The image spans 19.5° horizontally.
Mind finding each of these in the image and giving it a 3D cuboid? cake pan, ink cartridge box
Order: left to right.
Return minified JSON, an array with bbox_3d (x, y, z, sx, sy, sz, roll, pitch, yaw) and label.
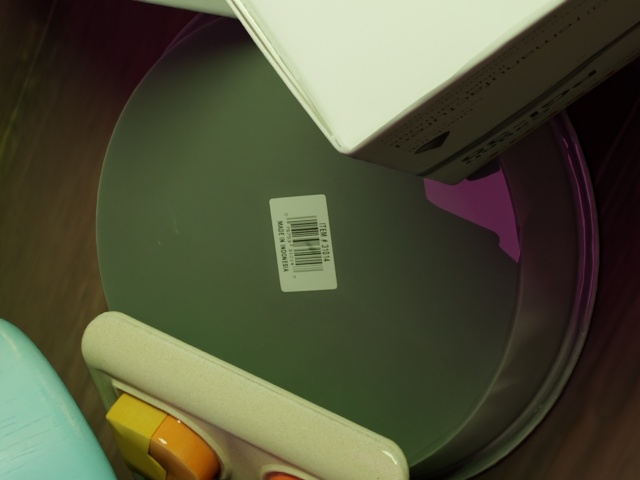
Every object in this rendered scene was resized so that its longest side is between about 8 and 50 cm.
[{"bbox_3d":[0.000,0.000,0.978,0.293,0.054,0.293,5,100,28],"label":"cake pan"},{"bbox_3d":[0.085,-0.129,0.752,0.207,0.283,0.117,-36,83,10],"label":"ink cartridge box"}]

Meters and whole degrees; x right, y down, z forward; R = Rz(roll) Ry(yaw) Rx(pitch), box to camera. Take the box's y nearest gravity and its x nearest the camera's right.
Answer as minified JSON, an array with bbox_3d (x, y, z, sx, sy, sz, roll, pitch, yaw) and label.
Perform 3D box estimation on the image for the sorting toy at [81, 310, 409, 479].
[{"bbox_3d":[-0.033,0.143,0.972,0.193,0.038,0.208,23,146,24],"label":"sorting toy"}]

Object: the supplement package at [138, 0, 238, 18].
[{"bbox_3d":[-0.073,-0.279,0.877,0.175,0.177,0.293,45,118,41],"label":"supplement package"}]

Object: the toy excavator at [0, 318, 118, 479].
[{"bbox_3d":[-0.230,0.106,0.999,0.445,0.222,0.433,67,160,-6],"label":"toy excavator"}]
